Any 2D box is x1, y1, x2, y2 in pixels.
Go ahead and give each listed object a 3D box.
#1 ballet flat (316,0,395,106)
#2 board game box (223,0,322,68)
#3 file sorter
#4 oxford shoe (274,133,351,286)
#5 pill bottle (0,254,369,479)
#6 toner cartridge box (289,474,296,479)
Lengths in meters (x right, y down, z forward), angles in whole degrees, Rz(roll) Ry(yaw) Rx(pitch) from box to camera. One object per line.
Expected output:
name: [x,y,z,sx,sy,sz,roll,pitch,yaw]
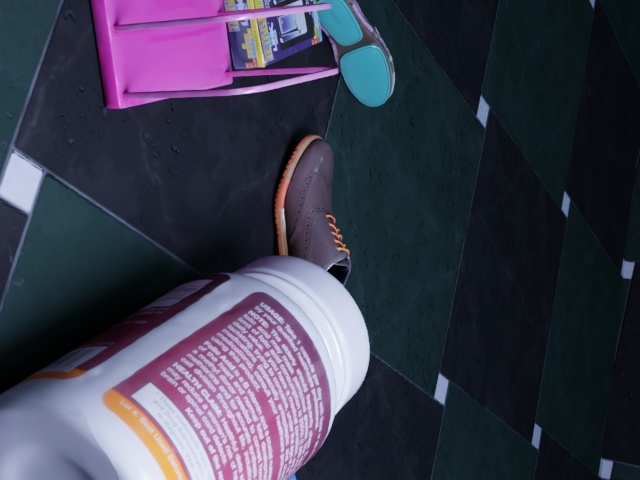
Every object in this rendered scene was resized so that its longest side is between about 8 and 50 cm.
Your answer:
ballet flat: [0.044,-0.278,1.488,0.221,0.076,0.079,53,28,-46]
board game box: [-0.063,-0.304,1.318,0.141,0.048,0.170,-34,121,-52]
file sorter: [-0.104,-0.294,1.115,0.202,0.182,0.291,-26,114,-56]
oxford shoe: [0.000,0.000,1.388,0.097,0.098,0.272,17,77,-59]
pill bottle: [-0.123,0.165,1.069,0.392,0.224,0.224,-33,119,-54]
toner cartridge box: [-0.133,0.380,1.206,0.348,0.075,0.165,-48,132,-48]
